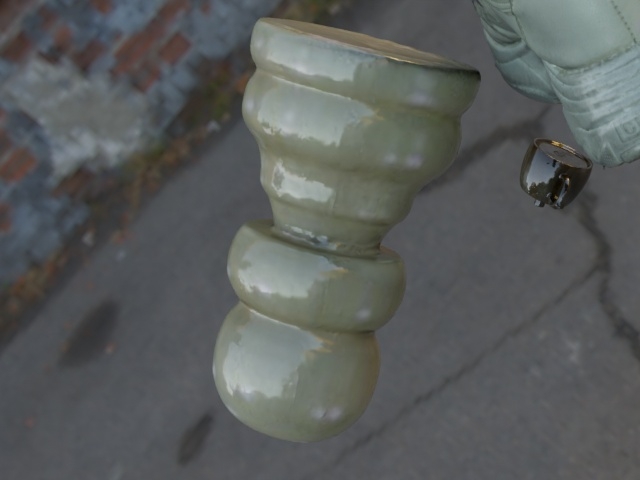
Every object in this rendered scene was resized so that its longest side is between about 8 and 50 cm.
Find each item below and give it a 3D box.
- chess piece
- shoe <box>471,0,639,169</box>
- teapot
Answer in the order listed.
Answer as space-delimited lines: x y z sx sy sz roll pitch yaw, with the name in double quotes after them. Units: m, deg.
0.000 0.000 1.250 0.167 0.167 0.300 33 111 64 "chess piece"
0.157 -0.196 1.150 0.132 0.211 0.342 -29 20 4 "shoe"
0.260 -0.066 1.931 0.121 0.076 0.068 -102 31 -64 "teapot"
